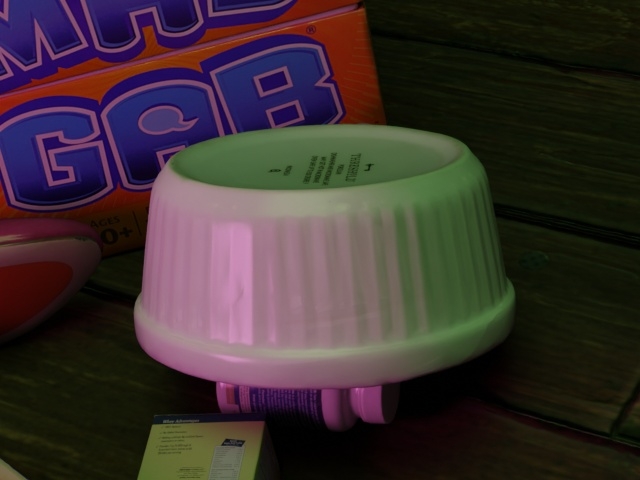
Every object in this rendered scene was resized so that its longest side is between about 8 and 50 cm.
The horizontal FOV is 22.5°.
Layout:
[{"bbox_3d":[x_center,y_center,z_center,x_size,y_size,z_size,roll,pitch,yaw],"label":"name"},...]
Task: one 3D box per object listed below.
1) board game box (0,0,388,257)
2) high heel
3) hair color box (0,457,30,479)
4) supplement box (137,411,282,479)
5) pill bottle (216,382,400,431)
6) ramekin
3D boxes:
[{"bbox_3d":[-0.166,-0.242,1.365,0.356,0.356,0.356,-15,39,-1],"label":"board game box"},{"bbox_3d":[-0.359,0.008,1.290,0.377,0.127,0.181,-15,50,3],"label":"high heel"},{"bbox_3d":[-0.297,0.206,1.063,0.339,0.110,0.185,28,55,37],"label":"hair color box"},{"bbox_3d":[-0.076,0.166,1.088,0.083,0.056,0.083,-3,41,12],"label":"supplement box"},{"bbox_3d":[-0.007,0.101,1.139,0.120,0.067,0.067,3,42,18],"label":"pill bottle"},{"bbox_3d":[0.000,0.000,1.133,0.273,0.127,0.273,-3,15,1],"label":"ramekin"}]
